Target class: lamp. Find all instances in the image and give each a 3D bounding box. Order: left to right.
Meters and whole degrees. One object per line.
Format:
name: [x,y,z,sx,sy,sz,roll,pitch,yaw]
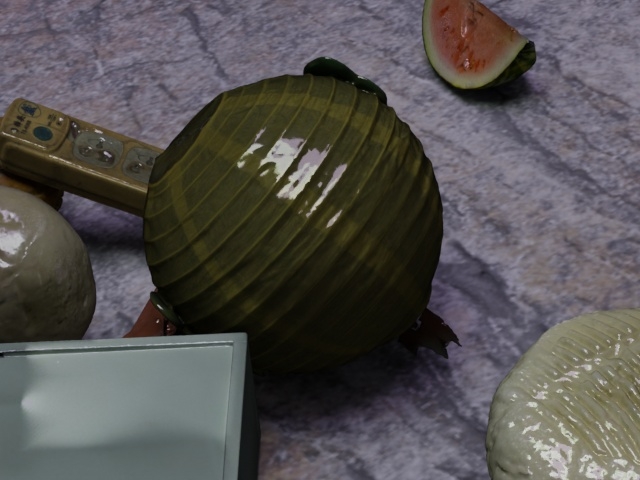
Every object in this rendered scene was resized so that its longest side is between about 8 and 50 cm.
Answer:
lamp: [0.000,0.000,1.511,0.284,0.250,0.250,37,41,-12]

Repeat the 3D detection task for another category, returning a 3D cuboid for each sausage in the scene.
sausage: [-0.132,0.056,1.606,0.042,0.036,0.158,19,42,11]

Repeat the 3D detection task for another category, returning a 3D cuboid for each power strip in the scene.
power strip: [-0.162,-0.056,1.661,0.305,0.044,0.064,19,43,-3]

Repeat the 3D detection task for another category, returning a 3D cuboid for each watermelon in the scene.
watermelon: [0.161,-0.191,1.856,0.069,0.087,0.163,6,28,-37]

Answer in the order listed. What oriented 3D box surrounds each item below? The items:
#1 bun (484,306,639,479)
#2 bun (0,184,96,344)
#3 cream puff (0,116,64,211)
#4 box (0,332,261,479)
bun: [0.228,0.154,1.350,0.220,0.134,0.220,-7,41,6]
bun: [-0.277,0.043,1.543,0.173,0.166,0.113,-11,27,20]
cream puff: [-0.296,-0.041,1.702,0.126,0.103,0.144,21,47,8]
box: [-0.162,0.189,1.378,0.225,0.117,0.225,-3,39,4]
